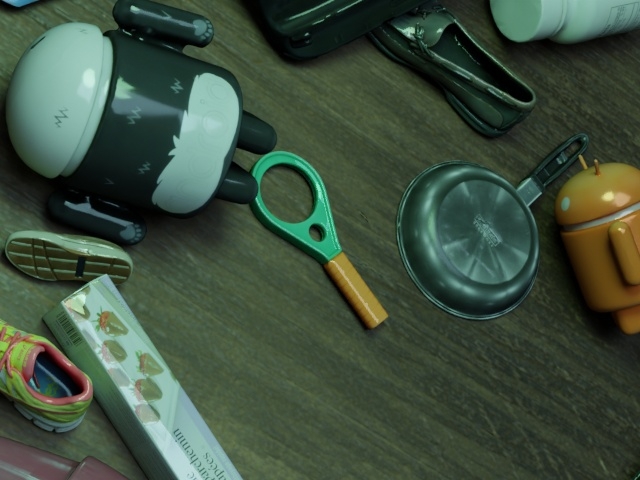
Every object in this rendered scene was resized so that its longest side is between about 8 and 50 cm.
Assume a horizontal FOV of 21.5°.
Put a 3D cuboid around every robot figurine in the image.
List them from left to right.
[{"bbox_3d":[-0.191,-0.123,1.767,0.278,0.173,0.209,17,59,-23],"label":"robot figurine"},{"bbox_3d":[0.358,0.001,2.037,0.158,0.128,0.219,-30,102,-47],"label":"robot figurine"}]

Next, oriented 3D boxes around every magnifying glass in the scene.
[{"bbox_3d":[0.000,0.000,1.913,0.092,0.026,0.231,-36,93,-33],"label":"magnifying glass"}]

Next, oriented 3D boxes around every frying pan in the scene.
[{"bbox_3d":[0.238,-0.018,2.038,0.326,0.053,0.197,-14,81,-28],"label":"frying pan"}]

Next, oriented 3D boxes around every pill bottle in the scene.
[{"bbox_3d":[0.333,-0.318,2.138,0.229,0.131,0.131,-15,81,-32],"label":"pill bottle"}]

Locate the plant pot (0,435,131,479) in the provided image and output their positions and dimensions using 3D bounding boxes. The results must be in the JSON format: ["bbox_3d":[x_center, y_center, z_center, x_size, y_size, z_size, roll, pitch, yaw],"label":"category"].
[{"bbox_3d":[-0.300,0.268,1.573,0.180,0.201,0.201,30,61,1],"label":"plant pot"}]

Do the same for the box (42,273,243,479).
[{"bbox_3d":[-0.167,0.188,1.735,0.063,0.067,0.324,-34,90,-32],"label":"box"}]

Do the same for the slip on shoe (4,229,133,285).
[{"bbox_3d":[-0.263,0.013,1.758,0.135,0.051,0.041,8,30,-18],"label":"slip on shoe"}]

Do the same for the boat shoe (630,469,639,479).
[{"bbox_3d":[0.348,0.334,1.937,0.091,0.114,0.302,47,57,-14],"label":"boat shoe"}]

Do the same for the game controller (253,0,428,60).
[{"bbox_3d":[0.068,-0.338,1.955,0.319,0.067,0.166,-28,108,-7],"label":"game controller"}]

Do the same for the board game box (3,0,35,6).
[{"bbox_3d":[-0.319,-0.327,1.847,0.168,0.033,0.133,-26,92,-27],"label":"board game box"}]

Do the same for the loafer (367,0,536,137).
[{"bbox_3d":[0.154,-0.239,2.041,0.267,0.084,0.096,41,59,-11],"label":"loafer"}]

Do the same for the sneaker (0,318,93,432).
[{"bbox_3d":[-0.310,0.112,1.665,0.208,0.094,0.081,29,63,-16],"label":"sneaker"}]
